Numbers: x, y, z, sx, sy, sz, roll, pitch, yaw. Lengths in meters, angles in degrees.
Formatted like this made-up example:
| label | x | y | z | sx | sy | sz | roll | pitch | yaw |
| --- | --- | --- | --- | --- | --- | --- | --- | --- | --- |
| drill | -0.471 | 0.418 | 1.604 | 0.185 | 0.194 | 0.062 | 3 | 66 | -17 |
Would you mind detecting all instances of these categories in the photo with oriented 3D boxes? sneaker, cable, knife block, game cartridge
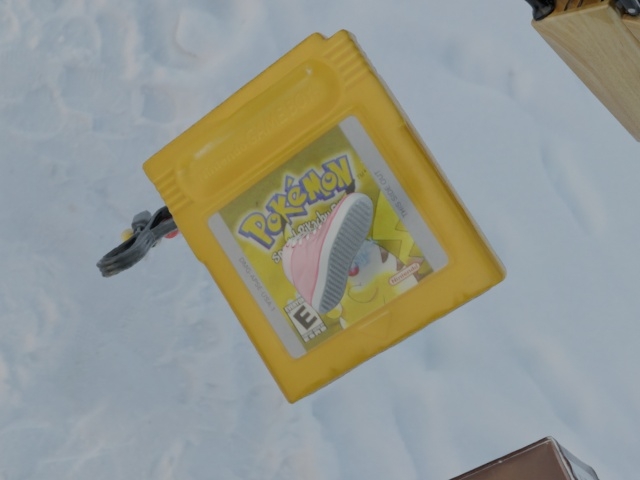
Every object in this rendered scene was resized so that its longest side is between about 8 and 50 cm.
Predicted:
| label | x | y | z | sx | sy | sz | roll | pitch | yaw |
| --- | --- | --- | --- | --- | --- | --- | --- | --- | --- |
| sneaker | 0.000 | 0.000 | 0.768 | 0.051 | 0.134 | 0.070 | -18 | 48 | -41 |
| cable | -0.272 | 0.005 | 1.316 | 0.140 | 0.287 | 0.072 | -15 | 110 | 0 |
| knife block | 0.271 | -0.228 | 0.814 | 0.242 | 0.275 | 0.088 | 25 | 76 | 14 |
| game cartridge | -0.006 | -0.025 | 0.883 | 0.323 | 0.285 | 0.053 | 57 | 19 | 2 |

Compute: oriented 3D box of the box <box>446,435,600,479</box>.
| label | x | y | z | sx | sy | sz | roll | pitch | yaw |
| --- | --- | --- | --- | --- | --- | --- | --- | --- | --- |
| box | 0.065 | 0.311 | 0.679 | 0.191 | 0.382 | 0.143 | 39 | 28 | -56 |
